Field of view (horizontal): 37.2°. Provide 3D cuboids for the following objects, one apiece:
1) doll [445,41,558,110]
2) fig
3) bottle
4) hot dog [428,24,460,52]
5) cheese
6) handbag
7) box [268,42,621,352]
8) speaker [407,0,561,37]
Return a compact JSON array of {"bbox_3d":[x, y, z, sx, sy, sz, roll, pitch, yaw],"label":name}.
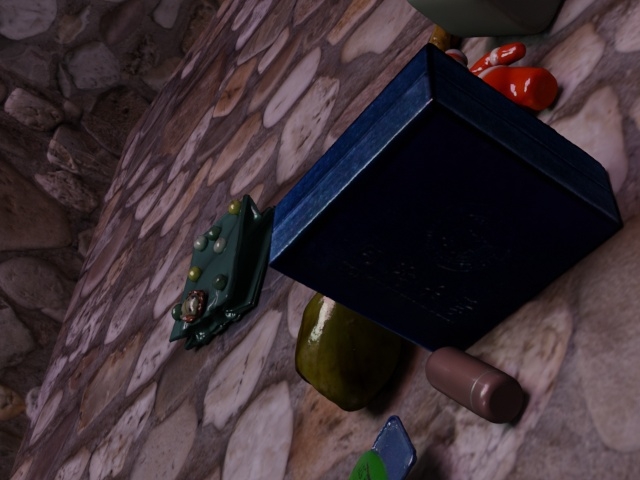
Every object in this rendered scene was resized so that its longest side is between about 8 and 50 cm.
[{"bbox_3d":[0.192,-0.185,1.336,0.200,0.105,0.336,-63,29,-3],"label":"doll"},{"bbox_3d":[0.033,0.127,1.223,0.144,0.154,0.165,21,122,32],"label":"fig"},{"bbox_3d":[0.162,0.153,1.019,0.053,0.053,0.140,-61,20,-2],"label":"bottle"},{"bbox_3d":[0.212,-0.355,1.569,0.066,0.047,0.215,81,-155,-60],"label":"hot dog"},{"bbox_3d":[0.016,0.343,1.065,0.320,0.083,0.204,-58,19,12],"label":"cheese"},{"bbox_3d":[-0.206,0.057,1.915,0.269,0.100,0.274,-34,33,48],"label":"handbag"},{"bbox_3d":[0.127,-0.025,1.035,0.279,0.261,0.116,-45,28,35],"label":"box"},{"bbox_3d":[0.284,-0.490,1.372,0.184,0.183,0.406,11,73,61],"label":"speaker"}]
